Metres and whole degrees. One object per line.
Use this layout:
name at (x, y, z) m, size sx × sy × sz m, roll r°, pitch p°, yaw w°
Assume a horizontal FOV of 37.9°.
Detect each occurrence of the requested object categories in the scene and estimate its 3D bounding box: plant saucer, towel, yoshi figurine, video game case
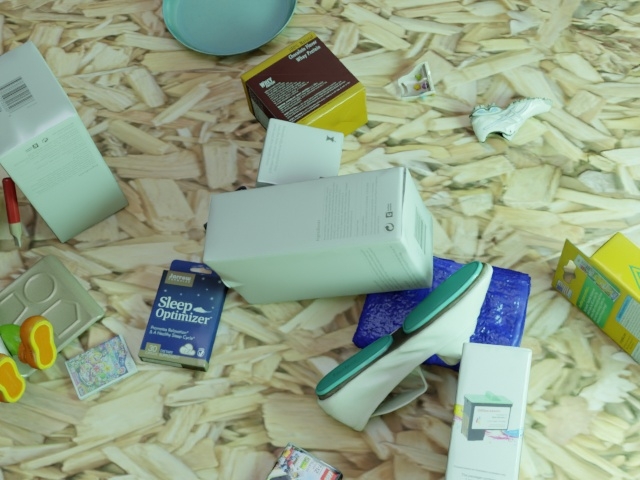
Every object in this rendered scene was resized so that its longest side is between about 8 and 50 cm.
plant saucer at (-0.209, -0.549, 2.178) m, size 0.317 × 0.044 × 0.317 m, roll -3°, pitch 62°, yaw 5°
towel at (0.232, 0.129, 1.766) m, size 0.308 × 0.076 × 0.228 m, roll 11°, pitch 64°, yaw 11°
yoshi figurine at (-0.681, 0.165, 1.739) m, size 0.362 × 0.203 × 0.203 m, roll 10°, pitch 84°, yaw 30°
video game case at (-0.426, 0.245, 1.811) m, size 0.122 × 0.011 × 0.087 m, roll -27°, pitch 63°, yaw -8°

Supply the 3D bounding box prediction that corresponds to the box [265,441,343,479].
box at (-0.060, 0.473, 1.642) m, size 0.114 × 0.036 × 0.207 m, roll 26°, pitch 68°, yaw 17°

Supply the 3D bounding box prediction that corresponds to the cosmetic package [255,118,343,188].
cosmetic package at (-0.050, -0.120, 1.846) m, size 0.151 × 0.184 × 0.151 m, roll 11°, pitch 62°, yaw -4°

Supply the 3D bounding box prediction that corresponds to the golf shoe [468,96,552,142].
golf shoe at (0.405, -0.251, 1.961) m, size 0.176 × 0.069 × 0.086 m, roll -11°, pitch 82°, yaw 3°

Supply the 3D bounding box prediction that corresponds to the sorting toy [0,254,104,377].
sorting toy at (-0.565, 0.151, 1.864) m, size 0.208 × 0.038 × 0.193 m, roll -39°, pitch 66°, yaw -18°

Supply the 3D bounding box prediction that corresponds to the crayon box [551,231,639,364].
crayon box at (0.571, 0.122, 1.663) m, size 0.083 × 0.203 × 0.323 m, roll -39°, pitch 66°, yaw -14°

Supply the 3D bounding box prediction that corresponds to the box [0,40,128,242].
box at (-0.544, -0.186, 1.855) m, size 0.168 × 0.345 × 0.215 m, roll -32°, pitch 64°, yaw -10°

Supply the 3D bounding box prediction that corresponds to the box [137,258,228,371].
box at (-0.263, 0.139, 1.836) m, size 0.136 × 0.036 × 0.225 m, roll 8°, pitch 63°, yaw 10°

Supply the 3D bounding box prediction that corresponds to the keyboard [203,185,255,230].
keyboard at (-0.157, -0.063, 1.936) m, size 0.180 × 0.023 × 0.108 m, roll -37°, pitch 72°, yaw -13°

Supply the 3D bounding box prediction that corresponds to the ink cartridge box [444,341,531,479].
ink cartridge box at (0.280, 0.326, 1.563) m, size 0.117 × 0.201 × 0.278 m, roll 7°, pitch 75°, yaw 12°

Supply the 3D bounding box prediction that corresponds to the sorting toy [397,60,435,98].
sorting toy at (0.208, -0.338, 2.029) m, size 0.075 × 0.045 × 0.083 m, roll -13°, pitch 63°, yaw 8°

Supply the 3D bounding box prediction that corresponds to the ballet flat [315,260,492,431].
ballet flat at (0.173, 0.198, 1.669) m, size 0.400 × 0.139 × 0.139 m, roll -40°, pitch 64°, yaw 10°

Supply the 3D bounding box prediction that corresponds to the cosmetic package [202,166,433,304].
cosmetic package at (0.000, 0.000, 1.732) m, size 0.385 × 0.217 × 0.156 m, roll -5°, pitch 62°, yaw 19°

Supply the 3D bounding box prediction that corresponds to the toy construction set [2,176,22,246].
toy construction set at (-0.735, -0.011, 1.884) m, size 0.309 × 0.257 × 0.237 m, roll 2°, pitch 107°, yaw 25°

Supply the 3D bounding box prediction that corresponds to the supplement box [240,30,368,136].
supplement box at (-0.033, -0.301, 1.983) m, size 0.191 × 0.129 × 0.194 m, roll -34°, pitch 65°, yaw -11°
